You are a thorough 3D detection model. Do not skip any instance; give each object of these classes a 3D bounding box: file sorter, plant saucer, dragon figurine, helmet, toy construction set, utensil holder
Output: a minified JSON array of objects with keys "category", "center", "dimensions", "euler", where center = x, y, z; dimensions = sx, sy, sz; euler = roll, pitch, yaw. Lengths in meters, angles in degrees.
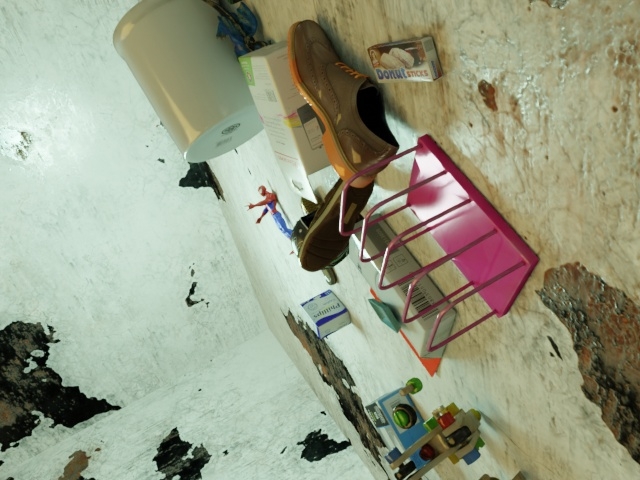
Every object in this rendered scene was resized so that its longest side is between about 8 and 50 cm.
[{"category":"file sorter","center":[0.180,0.013,1.049],"dimensions":[0.290,0.182,0.202],"euler":[55,163,26]},{"category":"plant saucer","center":[0.149,0.171,1.440],"dimensions":[0.067,0.018,0.192],"euler":[58,177,-4]},{"category":"dragon figurine","center":[-0.210,-0.540,1.557],"dimensions":[0.289,0.085,0.144],"euler":[54,167,-8]},{"category":"helmet","center":[0.000,0.000,1.682],"dimensions":[0.169,0.162,0.169],"euler":[56,164,25]},{"category":"toy construction set","center":[0.334,0.481,1.440],"dimensions":[0.309,0.237,0.257],"euler":[32,120,32]},{"category":"utensil holder","center":[-0.344,-0.463,1.739],"dimensions":[0.385,0.328,0.327],"euler":[59,165,5]}]

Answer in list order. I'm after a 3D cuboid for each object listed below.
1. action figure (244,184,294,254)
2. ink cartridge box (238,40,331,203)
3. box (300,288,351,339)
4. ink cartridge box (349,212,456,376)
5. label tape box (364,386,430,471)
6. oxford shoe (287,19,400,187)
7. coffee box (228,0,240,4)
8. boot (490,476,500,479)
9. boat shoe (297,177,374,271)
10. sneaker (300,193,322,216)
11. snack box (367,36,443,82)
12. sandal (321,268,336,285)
[{"category":"action figure","center":[-0.188,-0.066,2.279],"dimensions":[0.280,0.139,0.091],"euler":[65,164,2]},{"category":"ink cartridge box","center":[-0.053,-0.281,1.450],"dimensions":[0.207,0.119,0.353],"euler":[32,146,62]},{"category":"box","center":[0.017,0.256,2.152],"dimensions":[0.137,0.126,0.072],"euler":[47,157,46]},{"category":"ink cartridge box","center":[0.180,0.161,1.501],"dimensions":[0.308,0.091,0.385],"euler":[55,162,29]},{"category":"label tape box","center":[0.256,0.628,2.032],"dimensions":[0.240,0.106,0.333],"euler":[60,165,14]},{"category":"oxford shoe","center":[0.050,-0.287,1.168],"dimensions":[0.133,0.130,0.363],"euler":[-37,71,42]},{"category":"coffee box","center":[-0.259,-0.706,1.559],"dimensions":[0.184,0.040,0.113],"euler":[57,166,19]},{"category":"boot","center":[0.446,0.684,1.543],"dimensions":[0.213,0.077,0.165],"euler":[58,167,5]},{"category":"boat shoe","center":[0.028,-0.048,1.399],"dimensions":[0.095,0.257,0.095],"euler":[33,-176,-29]},{"category":"sneaker","center":[-0.004,-0.055,1.811],"dimensions":[0.084,0.070,0.185],"euler":[167,82,-84]},{"category":"snack box","center":[0.133,-0.289,0.993],"dimensions":[0.178,0.022,0.064],"euler":[29,145,64]},{"category":"sandal","center":[-0.017,0.058,2.045],"dimensions":[0.219,0.060,0.090],"euler":[65,165,-11]}]
